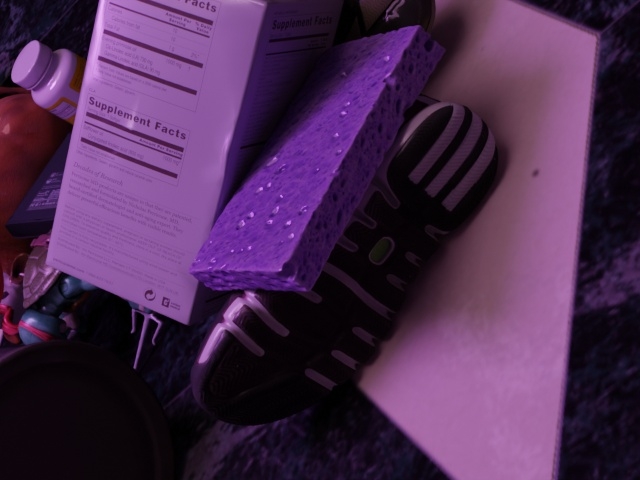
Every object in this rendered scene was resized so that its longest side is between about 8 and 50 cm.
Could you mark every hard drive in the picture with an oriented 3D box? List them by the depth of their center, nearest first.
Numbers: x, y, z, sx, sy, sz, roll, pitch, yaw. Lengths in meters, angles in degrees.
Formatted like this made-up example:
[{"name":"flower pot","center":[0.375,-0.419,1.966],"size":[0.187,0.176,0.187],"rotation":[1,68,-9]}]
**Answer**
[{"name":"hard drive","center":[-0.238,-0.059,1.430],"size":[0.094,0.022,0.135],"rotation":[-4,44,35]}]

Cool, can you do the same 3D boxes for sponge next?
[{"name":"sponge","center":[-0.003,-0.055,1.015],"size":[0.117,0.031,0.210],"rotation":[-5,50,53]}]

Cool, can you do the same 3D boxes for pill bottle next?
[{"name":"pill bottle","center":[-0.249,-0.153,1.479],"size":[0.065,0.116,0.065],"rotation":[-31,44,35]}]

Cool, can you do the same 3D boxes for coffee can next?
[{"name":"coffee can","center":[-0.277,0.185,1.197],"size":[0.275,0.201,0.201],"rotation":[-7,61,50]}]

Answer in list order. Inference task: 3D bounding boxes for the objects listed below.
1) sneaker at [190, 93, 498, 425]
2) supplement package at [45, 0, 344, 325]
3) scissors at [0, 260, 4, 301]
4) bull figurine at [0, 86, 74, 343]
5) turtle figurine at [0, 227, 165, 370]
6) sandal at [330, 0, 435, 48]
[{"name":"sneaker","center":[0.000,0.000,1.082],"size":[0.281,0.106,0.162],"rotation":[-46,30,2]},{"name":"supplement package","center":[-0.094,-0.083,1.108],"size":[0.134,0.139,0.244],"rotation":[21,107,20]},{"name":"scissors","center":[-0.355,-0.026,1.377],"size":[0.109,0.021,0.297],"rotation":[-43,48,23]},{"name":"bull figurine","center":[-0.349,-0.034,1.497],"size":[0.101,0.188,0.310],"rotation":[108,174,-53]},{"name":"turtle figurine","center":[-0.199,0.027,1.298],"size":[0.175,0.118,0.234],"rotation":[3,62,53]},{"name":"sandal","center":[-0.018,-0.120,1.193],"size":[0.303,0.120,0.086],"rotation":[-33,-1,30]}]
